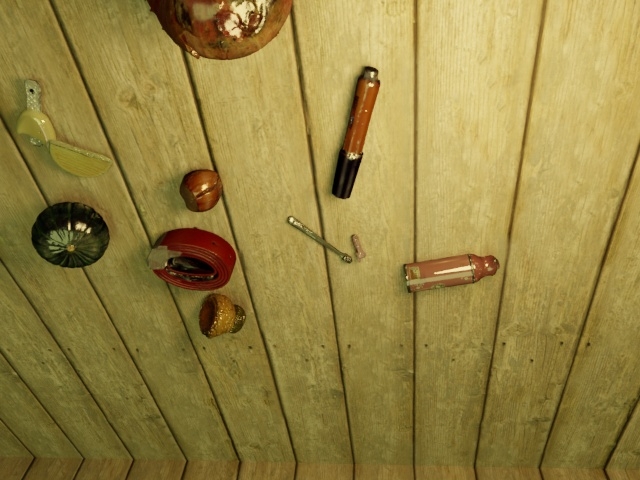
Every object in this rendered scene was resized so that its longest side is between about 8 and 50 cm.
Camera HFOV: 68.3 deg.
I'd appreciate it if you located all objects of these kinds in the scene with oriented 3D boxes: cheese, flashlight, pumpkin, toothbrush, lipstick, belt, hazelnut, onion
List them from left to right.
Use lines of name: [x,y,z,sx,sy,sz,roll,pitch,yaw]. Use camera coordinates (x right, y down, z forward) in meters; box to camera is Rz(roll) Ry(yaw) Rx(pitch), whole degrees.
cheese: [-0.905,-0.397,1.500,0.127,0.050,0.235,19,128,-7]
pumpkin: [-0.890,-0.021,1.695,0.250,0.216,0.250,-5,105,-19]
belt: [-0.485,0.067,1.772,0.324,0.115,0.227,12,125,-5]
hazelnut: [-0.395,-0.169,1.580,0.143,0.143,0.154,5,135,2]
onion: [-0.240,-0.592,1.107,0.353,0.353,0.353,3,127,4]
toothbrush: [0.000,0.000,1.723,0.297,0.030,0.030,35,97,-17]
lipstick: [0.106,-0.316,1.443,0.077,0.077,0.418,11,126,-3]
flashlight: [0.135,0.026,1.727,0.031,0.052,0.110,10,131,45]

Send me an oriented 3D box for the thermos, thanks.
thermos: [0.478,0.122,1.714,0.330,0.109,0.136,-10,125,13]

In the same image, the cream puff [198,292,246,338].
cream puff: [-0.390,0.315,1.937,0.169,0.183,0.183,15,132,-38]

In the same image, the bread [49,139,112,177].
bread: [-0.811,-0.265,1.591,0.193,0.036,0.112,18,133,-23]
